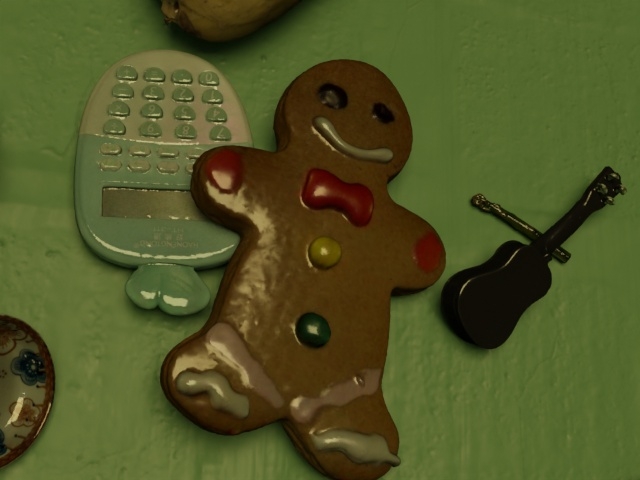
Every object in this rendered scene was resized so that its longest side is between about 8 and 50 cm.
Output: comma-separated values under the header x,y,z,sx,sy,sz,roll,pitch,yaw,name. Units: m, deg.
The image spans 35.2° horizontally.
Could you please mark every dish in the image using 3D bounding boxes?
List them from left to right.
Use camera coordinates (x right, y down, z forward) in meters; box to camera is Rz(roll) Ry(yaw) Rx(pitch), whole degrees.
x,y,z,sx,sy,sz,roll,pitch,yaw,name
-0.318,0.132,0.899,0.141,0.078,0.141,-7,98,-52,dish

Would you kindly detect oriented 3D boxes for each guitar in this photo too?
x,y,z,sx,sy,sz,roll,pitch,yaw,name
0.241,0.008,1.072,0.271,0.038,0.084,-39,110,-18,guitar

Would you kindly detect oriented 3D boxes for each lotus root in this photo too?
x,y,z,sx,sy,sz,roll,pitch,yaw,name
-0.047,-0.351,1.092,0.169,0.151,0.342,44,70,4,lotus root

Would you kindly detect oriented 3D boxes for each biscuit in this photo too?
x,y,z,sx,sy,sz,roll,pitch,yaw,name
0.001,0.000,0.997,0.282,0.064,0.432,23,67,-17,biscuit

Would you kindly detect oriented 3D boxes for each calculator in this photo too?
x,y,z,sx,sy,sz,roll,pitch,yaw,name
-0.156,-0.063,1.024,0.183,0.042,0.295,2,68,-13,calculator

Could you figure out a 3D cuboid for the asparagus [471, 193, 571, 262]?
x,y,z,sx,sy,sz,roll,pitch,yaw,name
0.221,-0.015,1.109,0.127,0.015,0.018,33,67,0,asparagus
